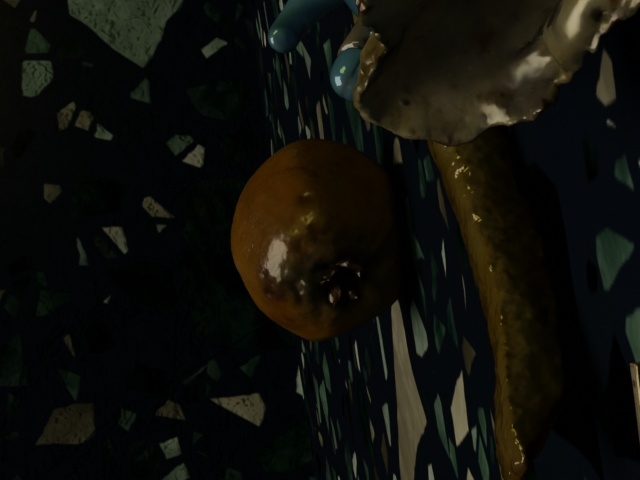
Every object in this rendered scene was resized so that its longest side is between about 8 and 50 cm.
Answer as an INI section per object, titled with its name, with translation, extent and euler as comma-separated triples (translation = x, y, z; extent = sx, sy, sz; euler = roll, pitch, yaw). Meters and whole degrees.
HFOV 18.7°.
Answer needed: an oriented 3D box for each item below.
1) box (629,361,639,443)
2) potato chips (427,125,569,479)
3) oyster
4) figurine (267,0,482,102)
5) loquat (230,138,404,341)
[box]
translation = 0.179, 0.098, 0.950
extent = 0.012, 0.046, 0.083
euler = -173, 75, -79
[potato chips]
translation = 0.112, -0.003, 1.312
extent = 0.057, 0.080, 0.407
euler = 110, 155, -45
[oyster]
translation = 0.098, -0.179, 0.945
extent = 0.341, 0.166, 0.110
euler = 88, -158, -44
[figurine]
translation = 0.065, -0.156, 1.157
extent = 0.154, 0.180, 0.262
euler = 47, 154, 19
[loquat]
translation = 0.000, 0.000, 1.922
extent = 0.234, 0.176, 0.187
euler = -102, -9, -59
